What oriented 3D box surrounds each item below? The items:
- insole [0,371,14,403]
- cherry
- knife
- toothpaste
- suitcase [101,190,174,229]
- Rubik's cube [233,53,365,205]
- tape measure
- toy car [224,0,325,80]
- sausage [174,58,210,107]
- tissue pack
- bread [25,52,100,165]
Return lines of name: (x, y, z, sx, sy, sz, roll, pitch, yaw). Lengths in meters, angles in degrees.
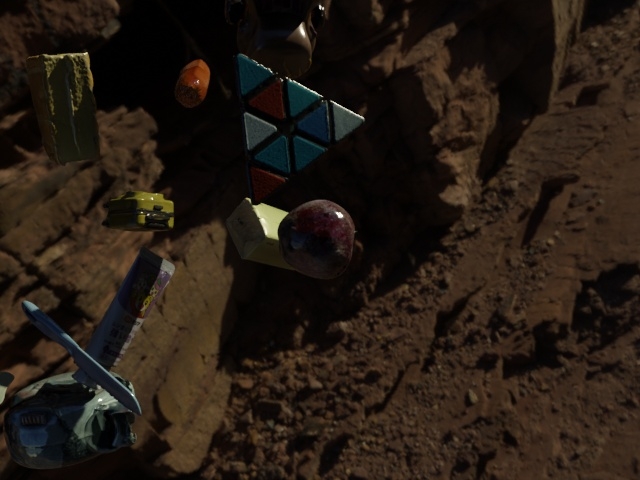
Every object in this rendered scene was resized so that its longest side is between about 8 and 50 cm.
insole: (-0.768, 0.354, 1.405, 0.002, 0.053, 0.152, -59, 14, 11)
cherry: (-0.011, 0.000, 1.408, 0.195, 0.195, 0.195, -22, 30, 13)
knife: (-0.426, 0.206, 1.042, 0.313, 0.044, 0.019, 35, 27, 16)
toothpaste: (-0.411, 0.163, 1.238, 0.073, 0.114, 0.299, 19, 75, 36)
suitcase: (-0.691, -0.109, 2.256, 0.235, 0.143, 0.194, -2, -5, 34)
Rubik's cube: (-0.028, -0.193, 1.137, 0.235, 0.284, 0.249, -4, 67, 0)
tape measure: (-0.537, 0.375, 1.286, 0.275, 0.147, 0.256, -7, 9, -13)
toy car: (-0.107, -0.583, 1.517, 0.272, 0.340, 0.240, 1, 55, -11)
sausage: (-0.407, -0.505, 1.892, 0.097, 0.094, 0.348, -30, 27, 9)
tissue pack: (-0.152, -0.015, 1.789, 0.125, 0.234, 0.159, -44, 56, 21)
bread: (-0.588, -0.302, 1.343, 0.111, 0.239, 0.246, -12, 21, -30)
